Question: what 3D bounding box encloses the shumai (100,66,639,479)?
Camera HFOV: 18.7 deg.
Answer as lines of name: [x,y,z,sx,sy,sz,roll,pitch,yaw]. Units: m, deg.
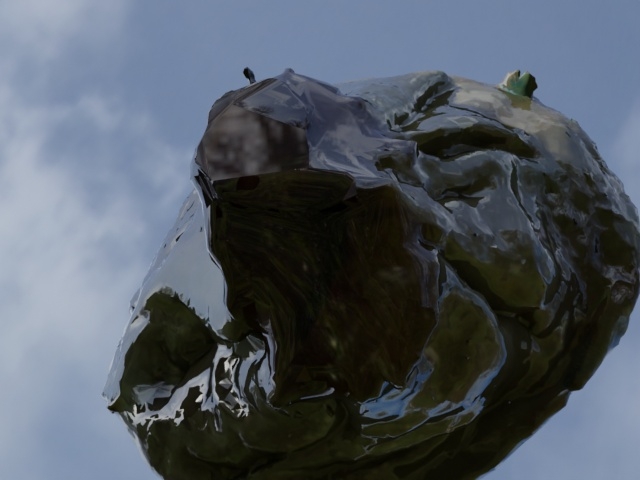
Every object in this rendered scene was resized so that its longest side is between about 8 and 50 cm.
shumai: [0.000,0.000,0.652,0.201,0.201,0.120,-13,-44,20]
